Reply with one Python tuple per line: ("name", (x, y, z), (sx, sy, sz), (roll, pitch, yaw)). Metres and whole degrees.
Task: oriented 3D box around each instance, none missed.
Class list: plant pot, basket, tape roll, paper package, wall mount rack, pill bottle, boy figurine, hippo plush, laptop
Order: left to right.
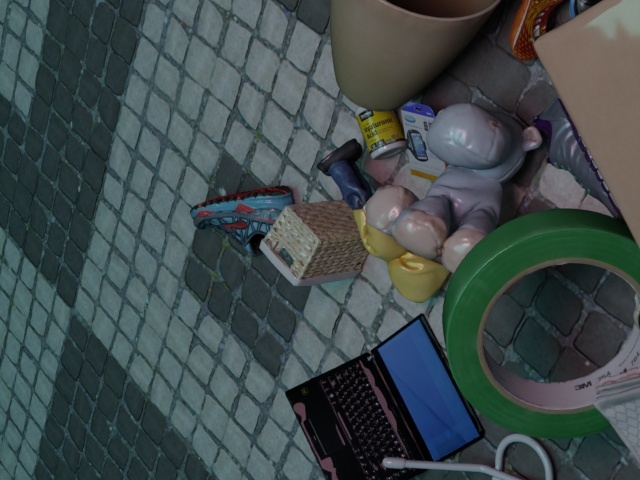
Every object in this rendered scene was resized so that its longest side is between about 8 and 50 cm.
("basket", (0.000, 0.000, 1.978), (0.113, 0.167, 0.103), (46, 123, 29))
("pill bottle", (0.095, -0.197, 1.897), (0.065, 0.065, 0.116), (-30, 77, 46))
("laptop", (0.104, 0.295, 1.952), (0.136, 0.264, 0.234), (89, 155, -73))
("boy figurine", (0.102, -0.028, 1.875), (0.092, 0.177, 0.285), (-36, 78, 5))
("plant pot", (0.118, -0.330, 1.738), (0.256, 0.256, 0.274), (55, 150, 23))
("wall mount rack", (0.251, 0.476, 1.844), (0.304, 0.130, 0.350), (13, 108, 45))
("hippo plush", (0.240, -0.071, 1.681), (0.234, 0.294, 0.236), (33, 99, 38))
("tape roll", (0.329, 0.117, 1.562), (0.077, 0.321, 0.321), (-90, 9, -67))
("paper package", (0.472, -0.183, 1.382), (0.309, 0.168, 0.325), (-30, 85, 43))

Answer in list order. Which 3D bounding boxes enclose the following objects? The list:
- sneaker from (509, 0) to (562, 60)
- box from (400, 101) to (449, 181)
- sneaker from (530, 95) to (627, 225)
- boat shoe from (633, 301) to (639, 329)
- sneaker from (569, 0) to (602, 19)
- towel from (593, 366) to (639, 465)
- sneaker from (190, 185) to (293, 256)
("sneaker", (0.310, -0.342, 1.630), (0.067, 0.064, 0.175), (-96, 26, -50))
("box", (0.172, -0.160, 1.821), (0.081, 0.028, 0.136), (22, 133, 42))
("sneaker", (0.376, -0.105, 1.610), (0.098, 0.083, 0.224), (-41, 60, 41))
("boat shoe", (0.512, 0.067, 1.452), (0.233, 0.079, 0.084), (-36, 106, 16))
("sneaker", (0.386, -0.294, 1.575), (0.078, 0.067, 0.188), (-5, 94, 26))
("towel", (0.552, 0.270, 1.447), (0.332, 0.053, 0.317), (-29, 103, 46))
("sneaker", (-0.153, -0.027, 2.178), (0.262, 0.104, 0.125), (-7, 96, 48))
